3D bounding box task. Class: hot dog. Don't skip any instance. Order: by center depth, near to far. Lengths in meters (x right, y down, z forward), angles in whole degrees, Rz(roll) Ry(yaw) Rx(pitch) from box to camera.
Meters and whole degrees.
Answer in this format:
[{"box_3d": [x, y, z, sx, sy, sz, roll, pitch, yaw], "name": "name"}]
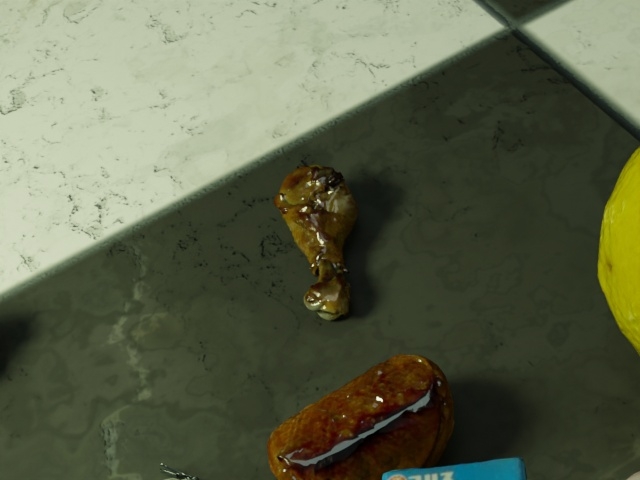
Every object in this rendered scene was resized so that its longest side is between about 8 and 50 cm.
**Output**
[{"box_3d": [0.049, 0.224, 1.627, 0.227, 0.099, 0.160, -24, 46, -5], "name": "hot dog"}]

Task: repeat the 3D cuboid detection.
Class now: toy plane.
[{"box_3d": [-0.151, 0.299, 1.663, 0.121, 0.031, 0.049, 12, 43, 29], "name": "toy plane"}]

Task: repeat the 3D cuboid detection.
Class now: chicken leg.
[{"box_3d": [0.002, 0.001, 1.874, 0.107, 0.087, 0.251, -25, 49, 21], "name": "chicken leg"}]

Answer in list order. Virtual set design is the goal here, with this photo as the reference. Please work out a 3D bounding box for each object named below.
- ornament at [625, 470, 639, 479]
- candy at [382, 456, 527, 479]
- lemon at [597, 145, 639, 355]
[{"box_3d": [0.347, 0.314, 1.410, 0.177, 0.177, 0.177, -8, 46, 8], "name": "ornament"}, {"box_3d": [0.152, 0.378, 1.454, 0.157, 0.100, 0.306, -9, 47, 9], "name": "candy"}, {"box_3d": [0.473, 0.012, 1.519, 0.350, 0.387, 0.350, -3, 72, 8], "name": "lemon"}]
